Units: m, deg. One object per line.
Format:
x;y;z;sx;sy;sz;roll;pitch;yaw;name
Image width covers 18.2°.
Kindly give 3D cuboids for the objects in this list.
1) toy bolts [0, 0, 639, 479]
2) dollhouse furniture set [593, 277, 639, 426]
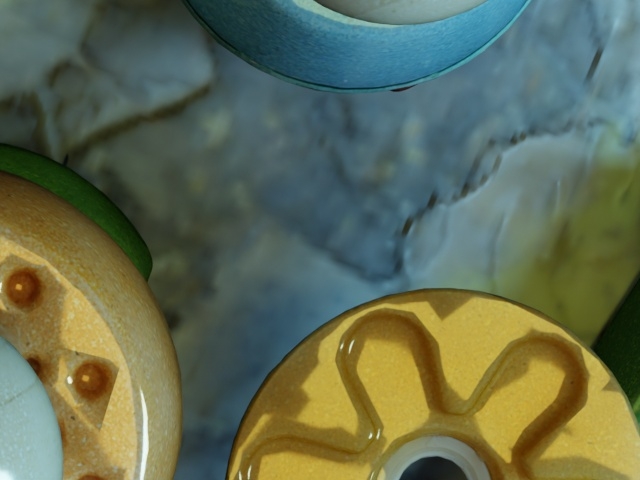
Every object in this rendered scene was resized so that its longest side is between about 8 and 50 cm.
0.000;0.000;0.403;0.218;0.158;0.228;24;93;-8;toy bolts
0.215;0.129;0.519;0.301;0.197;0.151;29;91;-24;dollhouse furniture set
